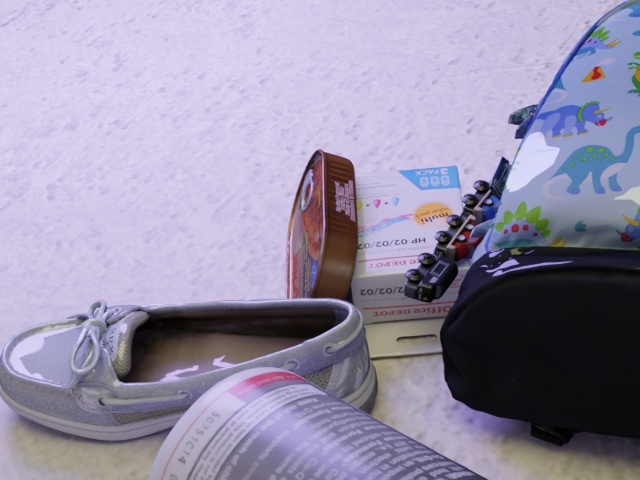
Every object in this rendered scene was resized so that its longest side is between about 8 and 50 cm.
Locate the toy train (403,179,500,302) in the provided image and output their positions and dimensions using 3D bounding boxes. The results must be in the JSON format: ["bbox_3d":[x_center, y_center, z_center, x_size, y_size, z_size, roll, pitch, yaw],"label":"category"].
[{"bbox_3d":[0.118,-0.002,0.993,0.036,0.027,0.158,22,47,22],"label":"toy train"}]

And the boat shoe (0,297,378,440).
[{"bbox_3d":[-0.116,0.091,0.971,0.320,0.103,0.118,2,42,14],"label":"boat shoe"}]

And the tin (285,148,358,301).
[{"bbox_3d":[0.000,0.000,1.053,0.040,0.106,0.190,17,39,-15],"label":"tin"}]

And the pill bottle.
[{"bbox_3d":[0.034,0.202,0.746,0.161,0.161,0.283,-38,41,-29],"label":"pill bottle"}]

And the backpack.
[{"bbox_3d":[0.278,-0.030,0.945,0.290,0.273,0.355,7,31,29],"label":"backpack"}]

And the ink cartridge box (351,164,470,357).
[{"bbox_3d":[0.078,0.015,1.049,0.104,0.062,0.181,-6,41,4],"label":"ink cartridge box"}]
